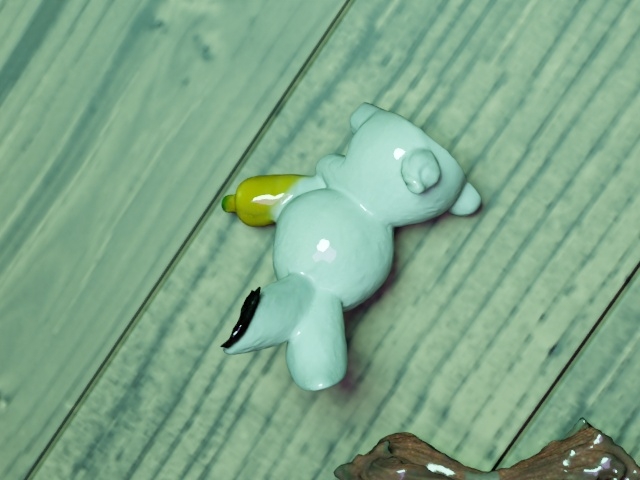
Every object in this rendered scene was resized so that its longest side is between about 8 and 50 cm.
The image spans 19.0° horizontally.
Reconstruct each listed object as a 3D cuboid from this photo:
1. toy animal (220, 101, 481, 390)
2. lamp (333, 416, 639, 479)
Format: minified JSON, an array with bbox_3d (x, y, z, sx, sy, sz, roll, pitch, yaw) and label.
[{"bbox_3d":[0.000,0.000,1.188,0.131,0.127,0.182,39,86,-1],"label":"toy animal"},{"bbox_3d":[0.090,0.222,1.168,0.215,0.151,0.223,2,91,5],"label":"lamp"}]
